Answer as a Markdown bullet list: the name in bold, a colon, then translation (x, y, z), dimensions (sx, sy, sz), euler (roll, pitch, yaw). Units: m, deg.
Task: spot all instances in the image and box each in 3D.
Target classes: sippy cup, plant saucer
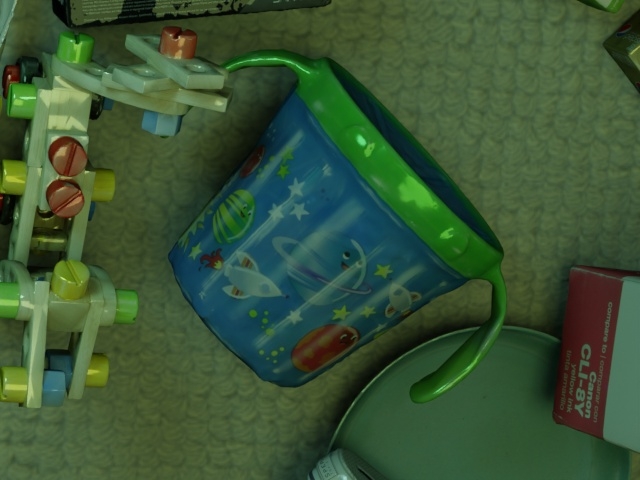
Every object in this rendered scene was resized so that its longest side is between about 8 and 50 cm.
- **sippy cup**: translation (0.000, 0.000, 1.697), dimensions (0.224, 0.305, 0.240), euler (-42, 155, 8)
- **plant saucer**: translation (0.145, 0.227, 1.891), dimensions (0.317, 0.044, 0.318), euler (-5, 106, -17)

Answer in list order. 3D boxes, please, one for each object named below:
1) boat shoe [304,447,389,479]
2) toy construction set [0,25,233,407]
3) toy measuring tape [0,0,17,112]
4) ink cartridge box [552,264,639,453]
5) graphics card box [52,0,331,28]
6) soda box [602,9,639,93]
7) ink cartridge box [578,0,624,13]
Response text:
- **boat shoe**: translation (0.087, 0.314, 1.832), dimensions (0.094, 0.109, 0.302), euler (-42, 104, 15)
- **toy construction set**: translation (-0.198, -0.041, 1.610), dimensions (0.151, 0.215, 0.328), euler (19, 106, -24)
- **toy measuring tape**: translation (-0.321, -0.114, 1.622), dimensions (0.121, 0.121, 0.330), euler (9, 92, -19)
- **ink cartridge box**: translation (0.426, 0.133, 1.740), dimensions (0.279, 0.384, 0.160), euler (7, 94, -26)
- **graphics card box**: translation (-0.115, -0.368, 1.615), dimensions (0.232, 0.094, 0.371), euler (-8, 106, -15)
- **soda box**: translation (0.345, -0.133, 1.842), dimensions (0.061, 0.058, 0.181), euler (-42, 113, -2)
- **ink cartridge box**: translation (0.196, -0.332, 1.644), dimensions (0.255, 0.097, 0.189), euler (28, 96, -45)
